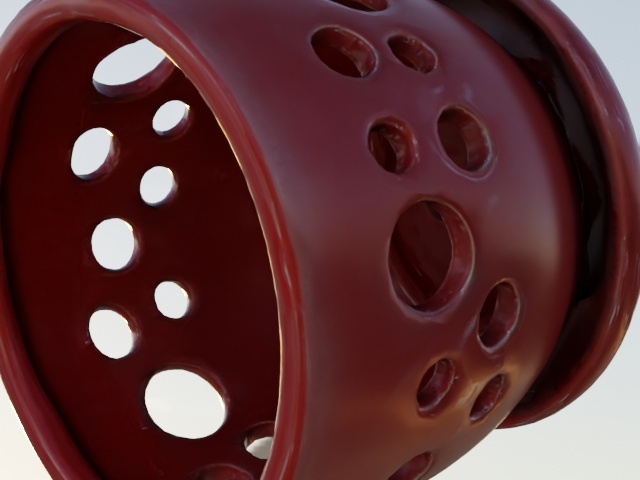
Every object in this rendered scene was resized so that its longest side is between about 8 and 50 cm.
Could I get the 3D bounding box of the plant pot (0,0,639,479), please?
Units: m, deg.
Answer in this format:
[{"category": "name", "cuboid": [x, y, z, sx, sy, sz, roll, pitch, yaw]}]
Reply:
[{"category": "plant pot", "cuboid": [0.000, 0.000, 0.624, 0.174, 0.191, 0.191, -11, -4, -38]}]
